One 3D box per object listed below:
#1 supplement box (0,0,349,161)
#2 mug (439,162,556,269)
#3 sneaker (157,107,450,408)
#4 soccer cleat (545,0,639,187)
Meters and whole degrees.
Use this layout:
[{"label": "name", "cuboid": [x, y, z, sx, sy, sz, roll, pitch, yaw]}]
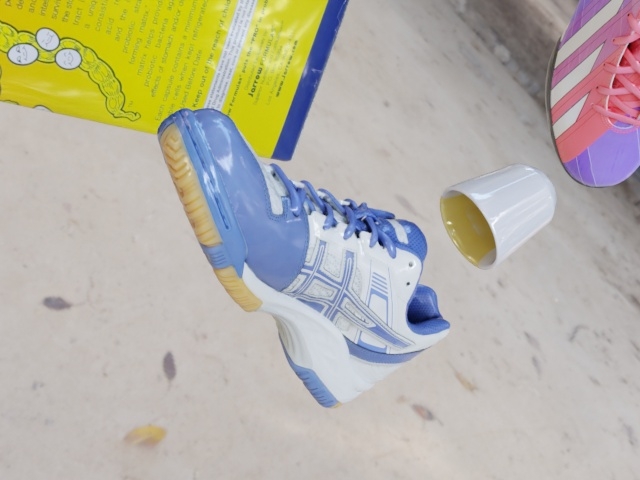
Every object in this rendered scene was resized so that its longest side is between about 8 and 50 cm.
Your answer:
[{"label": "supplement box", "cuboid": [-0.186, -0.225, 0.793, 0.356, 0.195, 0.194, 9, 21, -35]}, {"label": "mug", "cuboid": [0.121, -0.024, 0.564, 0.078, 0.064, 0.062, 35, -31, 56]}, {"label": "sneaker", "cuboid": [0.000, 0.000, 0.569, 0.296, 0.131, 0.112, 56, 7, -48]}, {"label": "soccer cleat", "cuboid": [0.267, -0.177, 0.680, 0.109, 0.318, 0.116, 1, 29, -7]}]
